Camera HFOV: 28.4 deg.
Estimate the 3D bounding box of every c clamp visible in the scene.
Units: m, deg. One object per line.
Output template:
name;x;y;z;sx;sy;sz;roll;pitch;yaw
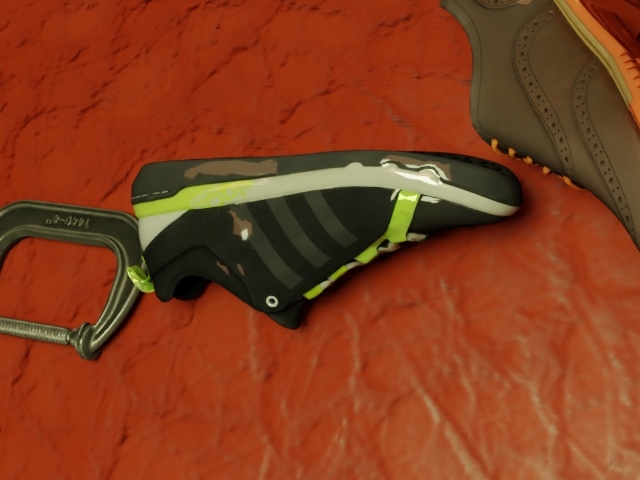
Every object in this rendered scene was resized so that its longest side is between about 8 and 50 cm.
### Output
c clamp;-0.180;0.038;0.790;0.160;0.022;0.137;1;65;26

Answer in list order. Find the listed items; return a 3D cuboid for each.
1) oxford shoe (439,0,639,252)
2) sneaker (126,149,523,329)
oxford shoe;0.141;-0.056;0.651;0.098;0.097;0.271;-38;51;26
sneaker;0.000;0.000;0.703;0.234;0.084;0.097;-1;93;25
